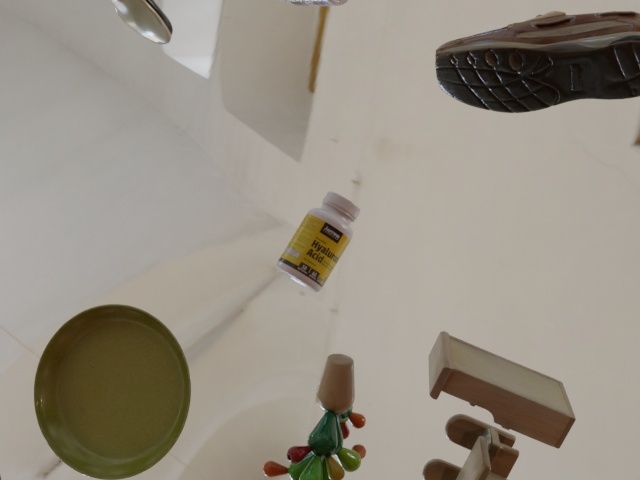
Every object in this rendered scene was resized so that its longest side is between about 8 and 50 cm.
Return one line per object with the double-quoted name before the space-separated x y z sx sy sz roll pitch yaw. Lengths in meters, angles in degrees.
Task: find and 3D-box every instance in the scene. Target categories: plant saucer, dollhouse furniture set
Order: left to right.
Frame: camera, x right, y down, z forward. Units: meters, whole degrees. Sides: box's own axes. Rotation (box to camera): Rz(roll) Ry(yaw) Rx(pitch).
"plant saucer" -0.287 0.211 1.183 0.241 0.037 0.241 -2 -98 14
"dollhouse furniture set" 0.171 0.260 1.017 0.161 0.212 0.242 23 -73 0

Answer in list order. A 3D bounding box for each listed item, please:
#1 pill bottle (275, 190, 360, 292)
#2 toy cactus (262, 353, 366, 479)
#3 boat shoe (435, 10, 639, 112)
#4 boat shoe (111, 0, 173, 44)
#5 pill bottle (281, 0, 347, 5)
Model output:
"pill bottle" 0.000 0.000 1.040 0.065 0.065 0.116 34 -98 -29
"toy cactus" 0.006 0.231 1.082 0.219 0.112 0.180 -25 -54 -64
"boat shoe" 0.332 -0.267 1.222 0.324 0.120 0.122 1 -41 15
"boat shoe" -0.192 -0.251 0.836 0.133 0.049 0.042 44 -126 -32
"pill bottle" -0.017 -0.426 1.384 0.078 0.137 0.078 -16 -67 -42
